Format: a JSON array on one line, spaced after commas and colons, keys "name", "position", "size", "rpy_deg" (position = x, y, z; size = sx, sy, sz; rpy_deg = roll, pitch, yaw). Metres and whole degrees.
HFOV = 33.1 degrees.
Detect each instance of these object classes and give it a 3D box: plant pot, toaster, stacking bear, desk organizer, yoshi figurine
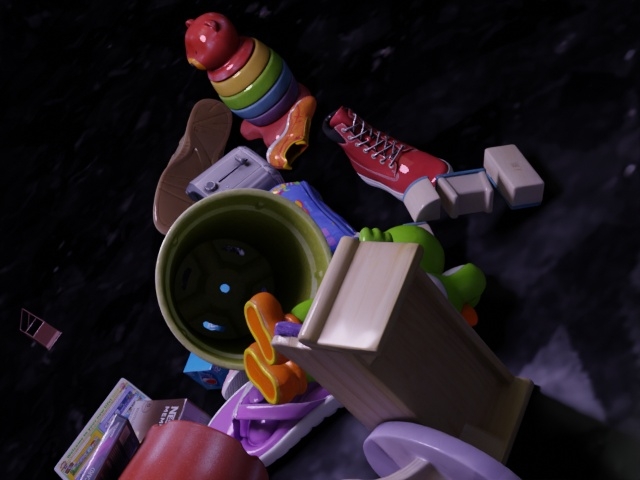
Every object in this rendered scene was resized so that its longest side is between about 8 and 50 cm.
[{"name": "plant pot", "position": [-0.210, 0.423, 1.552], "size": [0.272, 0.272, 0.265], "rpy_deg": [-14, 38, 37]}, {"name": "toaster", "position": [-0.140, -0.068, 2.009], "size": [0.146, 0.227, 0.129], "rpy_deg": [-43, 56, -12]}, {"name": "plant pot", "position": [-0.136, 0.071, 1.736], "size": [0.276, 0.276, 0.254], "rpy_deg": [-55, 7, -12]}, {"name": "stacking bear", "position": [-0.165, -0.347, 2.215], "size": [0.164, 0.289, 0.175], "rpy_deg": [-52, 35, -8]}, {"name": "desk organizer", "position": [-0.624, 0.193, 2.359], "size": [0.130, 0.050, 0.047], "rpy_deg": [16, 68, 52]}, {"name": "yoshi figurine", "position": [0.057, 0.084, 1.553], "size": [0.362, 0.203, 0.203], "rpy_deg": [-18, 7, -22]}]

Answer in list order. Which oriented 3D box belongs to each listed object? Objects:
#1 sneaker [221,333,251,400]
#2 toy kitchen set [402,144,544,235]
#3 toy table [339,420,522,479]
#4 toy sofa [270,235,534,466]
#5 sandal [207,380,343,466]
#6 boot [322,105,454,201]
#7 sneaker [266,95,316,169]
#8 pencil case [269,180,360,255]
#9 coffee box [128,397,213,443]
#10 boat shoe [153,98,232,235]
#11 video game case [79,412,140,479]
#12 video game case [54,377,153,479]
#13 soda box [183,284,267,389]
[{"name": "sneaker", "position": [-0.131, 0.213, 1.837], "size": [0.070, 0.051, 0.134], "rpy_deg": [14, 62, 53]}, {"name": "toy kitchen set", "position": [0.228, -0.041, 1.712], "size": [0.207, 0.166, 0.122], "rpy_deg": [-8, 37, -11]}, {"name": "toy table", "position": [0.117, 0.339, 1.313], "size": [0.161, 0.252, 0.274], "rpy_deg": [-45, 20, -26]}, {"name": "toy sofa", "position": [0.111, 0.153, 1.379], "size": [0.177, 0.362, 0.150], "rpy_deg": [3, 58, 41]}, {"name": "sandal", "position": [-0.045, 0.220, 1.692], "size": [0.416, 0.102, 0.169], "rpy_deg": [-35, 36, 11]}, {"name": "boot", "position": [0.107, -0.156, 1.849], "size": [0.244, 0.176, 0.088], "rpy_deg": [20, 69, 51]}, {"name": "sneaker", "position": [-0.043, -0.214, 2.174], "size": [0.067, 0.064, 0.175], "rpy_deg": [15, 70, 30]}, {"name": "pencil case", "position": [0.000, 0.000, 1.849], "size": [0.306, 0.119, 0.133], "rpy_deg": [48, 119, 55]}, {"name": "coffee box", "position": [-0.276, 0.391, 1.765], "size": [0.141, 0.098, 0.246], "rpy_deg": [-8, 50, 41]}, {"name": "boat shoe", "position": [-0.269, -0.138, 2.289], "size": [0.110, 0.122, 0.341], "rpy_deg": [123, 168, -59]}, {"name": "video game case", "position": [-0.348, 0.406, 1.602], "size": [0.026, 0.196, 0.274], "rpy_deg": [24, 67, 8]}, {"name": "video game case", "position": [-0.378, 0.370, 1.957], "size": [0.212, 0.023, 0.193], "rpy_deg": [-54, 36, -10]}, {"name": "soda box", "position": [-0.164, 0.156, 1.910], "size": [0.071, 0.067, 0.210], "rpy_deg": [-11, 48, 40]}]
